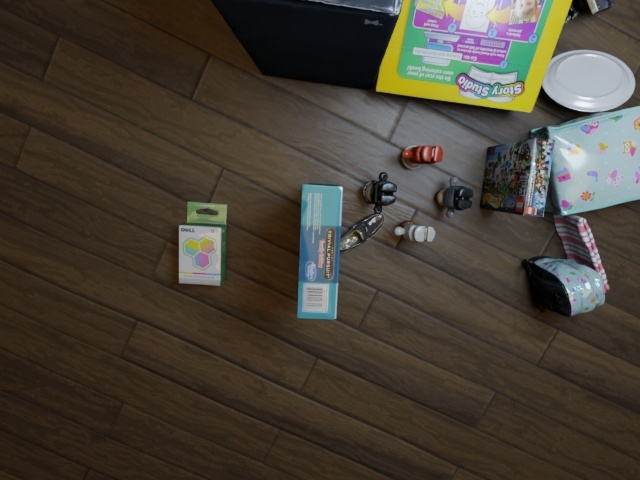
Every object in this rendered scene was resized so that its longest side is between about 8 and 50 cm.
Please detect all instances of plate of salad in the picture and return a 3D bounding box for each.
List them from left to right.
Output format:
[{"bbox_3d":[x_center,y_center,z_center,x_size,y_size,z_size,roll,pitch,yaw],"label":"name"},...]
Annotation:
[{"bbox_3d":[0.631,-0.377,0.974,0.200,0.048,0.199,-4,65,8],"label":"plate of salad"}]

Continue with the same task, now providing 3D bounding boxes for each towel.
[{"bbox_3d":[0.639,0.023,1.013,0.029,0.144,0.196,-22,98,9],"label":"towel"}]

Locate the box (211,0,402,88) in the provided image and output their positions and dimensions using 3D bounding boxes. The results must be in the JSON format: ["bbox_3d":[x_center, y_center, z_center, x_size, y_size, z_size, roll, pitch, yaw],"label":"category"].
[{"bbox_3d":[0.015,-0.587,0.759,0.298,0.480,0.470,7,98,1],"label":"box"}]

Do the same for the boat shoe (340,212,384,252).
[{"bbox_3d":[0.105,-0.017,1.059,0.152,0.049,0.056,-40,95,5],"label":"boat shoe"}]

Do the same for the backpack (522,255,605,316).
[{"bbox_3d":[0.597,0.112,1.007,0.115,0.182,0.151,-23,97,4],"label":"backpack"}]

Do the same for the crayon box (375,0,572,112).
[{"bbox_3d":[0.329,-0.473,0.907,0.364,0.106,0.312,9,120,2],"label":"crayon box"}]

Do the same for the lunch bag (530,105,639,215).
[{"bbox_3d":[0.667,-0.193,0.974,0.263,0.160,0.223,-12,97,8],"label":"lunch bag"}]

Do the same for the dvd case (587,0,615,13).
[{"bbox_3d":[0.603,-0.628,0.926,0.165,0.018,0.221,-33,98,-37],"label":"dvd case"}]

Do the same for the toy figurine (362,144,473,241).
[{"bbox_3d":[0.234,-0.111,0.996,0.213,0.148,0.209,-44,102,-2],"label":"toy figurine"}]

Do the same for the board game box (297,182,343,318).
[{"bbox_3d":[0.000,0.000,0.918,0.079,0.336,0.253,3,99,0],"label":"board game box"}]

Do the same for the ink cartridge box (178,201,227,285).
[{"bbox_3d":[-0.304,0.008,1.061,0.109,0.062,0.209,4,98,1],"label":"ink cartridge box"}]

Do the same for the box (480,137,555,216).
[{"bbox_3d":[0.444,-0.144,0.944,0.044,0.233,0.159,5,98,-1],"label":"box"}]

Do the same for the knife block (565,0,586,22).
[{"bbox_3d":[0.514,-0.642,0.943,0.243,0.088,0.275,12,98,-2],"label":"knife block"}]
